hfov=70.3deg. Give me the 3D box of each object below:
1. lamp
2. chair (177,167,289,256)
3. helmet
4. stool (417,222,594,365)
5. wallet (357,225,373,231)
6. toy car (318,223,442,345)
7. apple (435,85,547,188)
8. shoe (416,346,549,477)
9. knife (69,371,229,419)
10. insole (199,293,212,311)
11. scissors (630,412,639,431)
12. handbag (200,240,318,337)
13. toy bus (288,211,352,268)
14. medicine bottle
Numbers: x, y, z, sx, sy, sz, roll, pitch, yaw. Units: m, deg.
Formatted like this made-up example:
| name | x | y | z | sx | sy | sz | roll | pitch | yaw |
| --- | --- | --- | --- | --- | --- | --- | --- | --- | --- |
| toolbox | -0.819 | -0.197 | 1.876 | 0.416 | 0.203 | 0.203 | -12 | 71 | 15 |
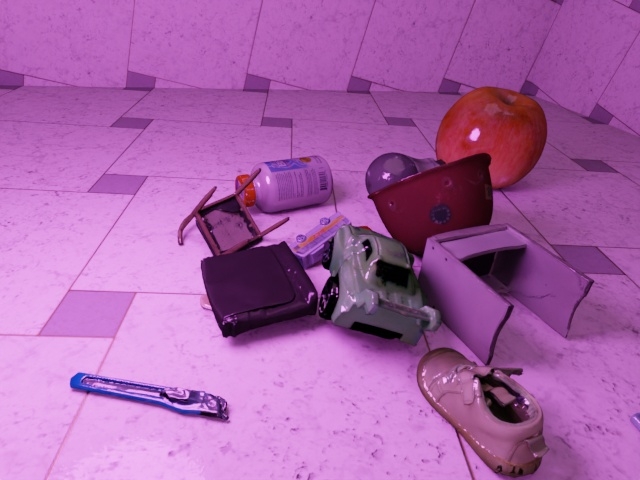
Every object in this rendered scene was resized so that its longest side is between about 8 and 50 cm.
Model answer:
| name | x | y | z | sx | sy | sz | roll | pitch | yaw |
| --- | --- | --- | --- | --- | --- | --- | --- | --- | --- |
| lamp | 0.303 | -0.204 | 1.508 | 0.313 | 0.182 | 0.182 | -5 | 32 | -10 |
| chair | -0.243 | -0.044 | 1.207 | 0.272 | 0.167 | 0.188 | -26 | 6 | 44 |
| helmet | 0.327 | -0.068 | 1.238 | 0.337 | 0.230 | 0.384 | -19 | -7 | 23 |
| stool | 0.398 | 0.104 | 1.031 | 0.243 | 0.171 | 0.270 | -10 | 34 | -22 |
| wallet | 0.125 | 0.030 | 1.233 | 0.142 | 0.045 | 0.204 | -14 | 35 | -24 |
| toy car | 0.122 | 0.083 | 0.972 | 0.213 | 0.177 | 0.359 | 18 | 35 | -11 |
| apple | 0.643 | -0.385 | 1.715 | 0.390 | 0.347 | 0.392 | 7 | 35 | -5 |
| shoe | 0.289 | 0.275 | 0.798 | 0.139 | 0.128 | 0.262 | 5 | 31 | -29 |
| knife | -0.299 | 0.268 | 0.792 | 0.296 | 0.026 | 0.044 | 8 | 43 | 4 |
| insole | -0.150 | 0.137 | 1.045 | 0.247 | 0.011 | 0.081 | -1 | 31 | -11 |
| scissors | 0.723 | 0.389 | 0.748 | 0.191 | 0.030 | 0.360 | -23 | 43 | -32 |
| handbag | -0.141 | 0.106 | 1.018 | 0.222 | 0.080 | 0.247 | -13 | 36 | -19 |
| toy bus | 0.000 | 0.000 | 1.210 | 0.190 | 0.064 | 0.075 | -38 | 54 | -26 |
| medicine bottle | -0.117 | -0.175 | 1.426 | 0.288 | 0.157 | 0.157 | -12 | 35 | -28 |
